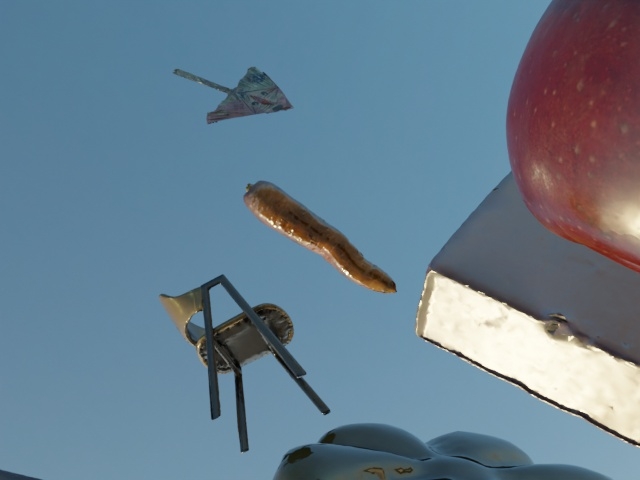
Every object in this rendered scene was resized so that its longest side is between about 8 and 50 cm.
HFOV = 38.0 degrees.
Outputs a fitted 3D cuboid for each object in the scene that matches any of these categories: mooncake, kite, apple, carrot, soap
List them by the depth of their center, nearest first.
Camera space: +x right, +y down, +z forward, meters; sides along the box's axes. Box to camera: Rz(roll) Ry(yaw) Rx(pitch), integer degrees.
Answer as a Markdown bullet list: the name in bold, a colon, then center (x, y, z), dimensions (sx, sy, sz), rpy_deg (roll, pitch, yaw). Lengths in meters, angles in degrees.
- **apple**: center (0.214, -0.067, 0.482), dimensions (0.218, 0.218, 0.201), rpy_deg (18, -90, -49)
- **carrot**: center (0.001, -0.001, 0.835), dimensions (0.035, 0.165, 0.035), rpy_deg (-56, 3, 4)
- **soap**: center (0.284, 0.041, 0.895), dimensions (0.285, 0.296, 0.107), rpy_deg (-42, -30, -40)
- **kite**: center (-0.102, -0.166, 1.041), dimensions (0.137, 0.153, 0.005), rpy_deg (-62, -18, -49)
- **mooncake**: center (0.152, 0.388, 1.142), dimensions (0.467, 0.467, 0.262), rpy_deg (2, -82, -48)

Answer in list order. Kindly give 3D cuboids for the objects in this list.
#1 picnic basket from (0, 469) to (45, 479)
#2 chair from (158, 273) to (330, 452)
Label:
- **picnic basket**: center (-0.204, 0.266, 0.653), dimensions (0.129, 0.297, 0.222), rpy_deg (90, -164, -52)
- **chair**: center (-0.120, 0.155, 1.349), dimensions (0.172, 0.246, 0.158), rpy_deg (-24, -32, 0)
